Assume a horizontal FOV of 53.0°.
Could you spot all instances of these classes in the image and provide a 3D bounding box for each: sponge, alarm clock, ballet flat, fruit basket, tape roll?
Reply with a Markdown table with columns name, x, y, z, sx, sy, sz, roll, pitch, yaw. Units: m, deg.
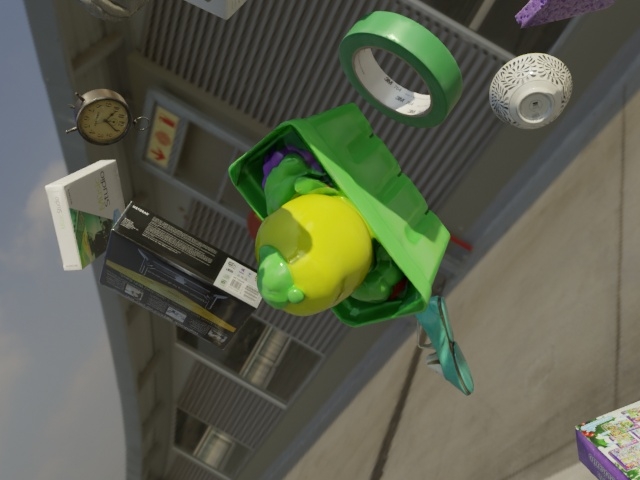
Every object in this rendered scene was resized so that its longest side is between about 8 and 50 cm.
| name | x | y | z | sx | sy | sz | roll | pitch | yaw |
| --- | --- | --- | --- | --- | --- | --- | --- | --- | --- |
| sponge | 0.459 | -0.436 | 1.126 | 0.210 | 0.031 | 0.117 | -19 | -11 | -19 |
| alarm clock | -0.502 | -0.293 | 1.536 | 0.129 | 0.192 | 0.064 | -62 | 41 | 28 |
| ballet flat | 0.264 | 0.236 | 1.415 | 0.087 | 0.248 | 0.083 | -15 | 17 | 22 |
| fruit basket | 0.000 | 0.000 | 1.022 | 0.283 | 0.392 | 0.392 | -24 | 31 | 55 |
| tape roll | 0.197 | -0.419 | 1.600 | 0.077 | 0.321 | 0.321 | -53 | -2 | -15 |

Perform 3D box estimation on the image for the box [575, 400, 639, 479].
| name | x | y | z | sx | sy | sz | roll | pitch | yaw |
| --- | --- | --- | --- | --- | --- | --- | --- | --- | --- |
| box | 0.467 | 0.230 | 0.701 | 0.293 | 0.057 | 0.201 | -18 | 20 | -7 |

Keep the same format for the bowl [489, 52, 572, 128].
| name | x | y | z | sx | sy | sz | roll | pitch | yaw |
| --- | --- | --- | --- | --- | --- | --- | --- | --- | --- |
| bowl | 0.441 | -0.293 | 1.333 | 0.080 | 0.170 | 0.170 | -79 | 15 | -52 |

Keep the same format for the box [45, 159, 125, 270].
| name | x | y | z | sx | sy | sz | roll | pitch | yaw |
| --- | --- | --- | --- | --- | --- | --- | --- | --- | --- |
| box | -0.638 | -0.080 | 1.789 | 0.322 | 0.058 | 0.233 | -67 | -27 | -69 |

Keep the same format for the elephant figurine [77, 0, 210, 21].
| name | x | y | z | sx | sy | sz | roll | pitch | yaw |
| --- | --- | --- | --- | --- | --- | --- | --- | --- | --- |
| elephant figurine | -0.222 | -0.294 | 0.607 | 0.239 | 0.186 | 0.169 | -34 | 15 | -19 |

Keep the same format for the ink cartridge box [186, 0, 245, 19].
| name | x | y | z | sx | sy | sz | roll | pitch | yaw |
| --- | --- | --- | --- | --- | --- | --- | --- | --- | --- |
| ink cartridge box | -0.175 | -0.757 | 1.481 | 0.395 | 0.166 | 0.285 | -57 | -11 | -29 |

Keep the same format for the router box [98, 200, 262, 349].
| name | x | y | z | sx | sy | sz | roll | pitch | yaw |
| --- | --- | --- | --- | --- | --- | --- | --- | --- | --- |
| router box | -0.282 | 0.081 | 1.299 | 0.243 | 0.308 | 0.081 | -49 | 13 | 53 |
